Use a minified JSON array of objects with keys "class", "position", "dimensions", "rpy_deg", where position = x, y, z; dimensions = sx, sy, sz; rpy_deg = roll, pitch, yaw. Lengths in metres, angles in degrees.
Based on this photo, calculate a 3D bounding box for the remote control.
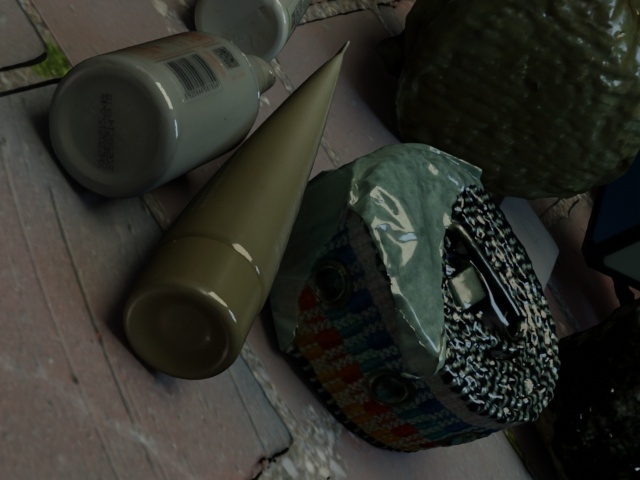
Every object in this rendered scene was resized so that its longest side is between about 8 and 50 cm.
[{"class":"remote control","position":[0.204,0.019,1.560],"dimensions":[0.103,0.034,0.250],"rpy_deg":[54,25,-8]}]

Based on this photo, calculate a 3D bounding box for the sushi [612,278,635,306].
[{"class":"sushi","position":[0.482,0.112,1.782],"dimensions":[0.296,0.167,0.179],"rpy_deg":[0,49,-13]}]

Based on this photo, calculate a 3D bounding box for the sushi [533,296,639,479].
[{"class":"sushi","position":[0.338,0.179,1.463],"dimensions":[0.350,0.171,0.211],"rpy_deg":[18,48,-53]}]

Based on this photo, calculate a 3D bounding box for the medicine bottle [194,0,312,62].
[{"class":"medicine bottle","position":[-0.052,-0.228,1.327],"dimensions":[0.086,0.086,0.183],"rpy_deg":[50,26,-15]}]

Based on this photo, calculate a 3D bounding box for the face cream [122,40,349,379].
[{"class":"face cream","position":[-0.053,-0.030,1.075],"dimensions":[0.084,0.137,0.341],"rpy_deg":[37,35,-10]}]

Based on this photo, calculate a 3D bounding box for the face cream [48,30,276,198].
[{"class":"face cream","position":[-0.100,-0.106,1.087],"dimensions":[0.101,0.101,0.251],"rpy_deg":[57,25,-1]}]

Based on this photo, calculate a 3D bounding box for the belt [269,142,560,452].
[{"class":"belt","position":[0.072,0.047,1.156],"dimensions":[0.257,0.150,0.207],"rpy_deg":[54,38,-17]}]

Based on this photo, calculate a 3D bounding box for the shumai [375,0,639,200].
[{"class":"shumai","position":[0.213,-0.239,1.540],"dimensions":[0.292,0.330,0.288],"rpy_deg":[11,51,1]}]

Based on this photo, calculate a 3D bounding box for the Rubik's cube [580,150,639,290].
[{"class":"Rubik's cube","position":[0.473,-0.056,1.620],"dimensions":[0.246,0.250,0.248],"rpy_deg":[28,29,37]}]
